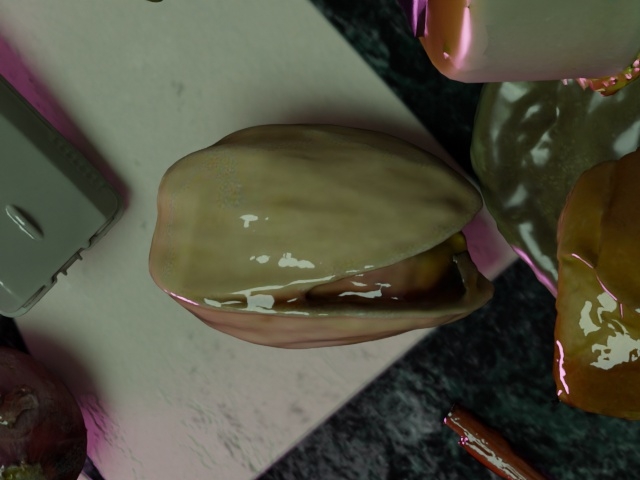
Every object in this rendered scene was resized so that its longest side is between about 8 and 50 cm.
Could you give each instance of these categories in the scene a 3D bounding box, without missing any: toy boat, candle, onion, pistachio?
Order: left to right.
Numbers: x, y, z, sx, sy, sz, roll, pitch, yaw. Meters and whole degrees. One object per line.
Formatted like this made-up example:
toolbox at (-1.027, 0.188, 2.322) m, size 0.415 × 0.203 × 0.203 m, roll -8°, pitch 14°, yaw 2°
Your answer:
toy boat at (-0.280, -0.074, 1.267) m, size 0.269 × 0.141 × 0.141 m, roll 44°, pitch 130°, yaw 4°
onion at (-0.283, 0.153, 1.385) m, size 0.195 × 0.159 × 0.160 m, roll 40°, pitch 137°, yaw 49°
pistachio at (0.000, 0.000, 1.102) m, size 0.229 × 0.157 × 0.157 m, roll 3°, pitch 116°, yaw 19°
candle at (0.155, 0.175, 1.178) m, size 0.167 × 0.021 × 0.026 m, roll 38°, pitch 109°, yaw 12°

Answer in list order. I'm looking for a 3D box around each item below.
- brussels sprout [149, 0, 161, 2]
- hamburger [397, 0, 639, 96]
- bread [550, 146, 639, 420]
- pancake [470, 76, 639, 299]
brussels sprout at (-0.104, -0.257, 0.990) m, size 0.271 × 0.210 × 0.219 m, roll 83°, pitch 163°, yaw -61°
hamburger at (0.111, -0.216, 0.854) m, size 0.276 × 0.179 × 0.294 m, roll 89°, pitch 160°, yaw -58°
bread at (0.294, 0.031, 0.878) m, size 0.343 × 0.195 × 0.149 m, roll 12°, pitch 125°, yaw 14°
pancake at (0.197, -0.030, 1.026) m, size 0.222 × 0.042 × 0.236 m, roll -1°, pitch 116°, yaw 28°
